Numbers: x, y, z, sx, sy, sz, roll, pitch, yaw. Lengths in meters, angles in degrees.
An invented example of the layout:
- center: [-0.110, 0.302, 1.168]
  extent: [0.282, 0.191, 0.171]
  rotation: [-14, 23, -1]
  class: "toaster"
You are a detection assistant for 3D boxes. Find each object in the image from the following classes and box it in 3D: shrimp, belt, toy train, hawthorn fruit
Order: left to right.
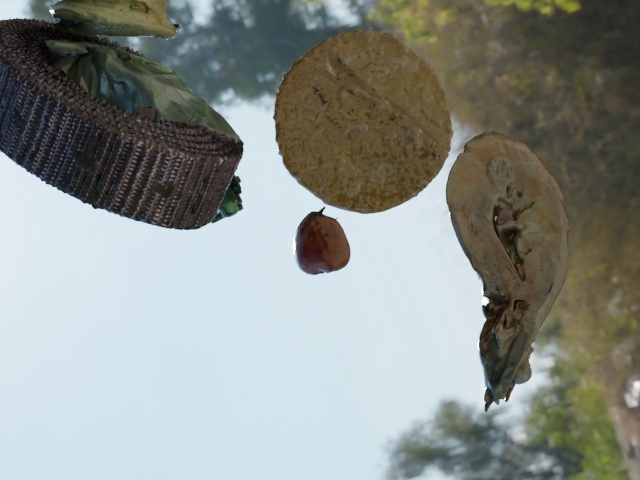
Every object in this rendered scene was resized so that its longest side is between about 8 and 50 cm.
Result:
- center: [-0.227, -0.131, 1.380]
  extent: [0.325, 0.122, 0.260]
  rotation: [35, -159, 27]
  class: "belt"
- center: [-0.164, -0.107, 1.831]
  extent: [0.172, 0.070, 0.099]
  rotation: [63, 172, 6]
  class: "toy train"
- center: [0.000, 0.000, 1.812]
  extent: [0.081, 0.081, 0.093]
  rotation: [-16, -82, -76]
  class: "hawthorn fruit"
- center: [0.175, 0.016, 1.267]
  extent: [0.164, 0.062, 0.316]
  rotation: [34, -132, -22]
  class: "shrimp"

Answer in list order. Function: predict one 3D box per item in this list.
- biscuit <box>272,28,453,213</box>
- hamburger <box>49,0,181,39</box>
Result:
- center: [0.050, -0.137, 1.486]
  extent: [0.219, 0.220, 0.033]
  rotation: [70, 163, -3]
  class: "biscuit"
- center: [-0.229, -0.253, 1.420]
  extent: [0.133, 0.140, 0.062]
  rotation: [-4, -82, -63]
  class: "hamburger"
